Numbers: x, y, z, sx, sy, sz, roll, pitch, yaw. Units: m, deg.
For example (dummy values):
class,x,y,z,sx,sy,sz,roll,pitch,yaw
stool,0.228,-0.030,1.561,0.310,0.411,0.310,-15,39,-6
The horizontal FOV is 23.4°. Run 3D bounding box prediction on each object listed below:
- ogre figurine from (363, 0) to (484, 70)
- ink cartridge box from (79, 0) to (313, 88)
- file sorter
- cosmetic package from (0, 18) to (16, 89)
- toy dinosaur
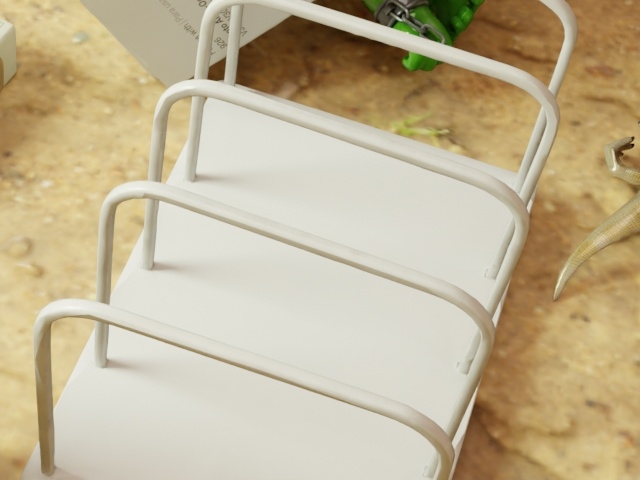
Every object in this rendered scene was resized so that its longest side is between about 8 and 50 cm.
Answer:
class,x,y,z,sx,sy,sz,roll,pitch,yaw
ogre figurine,0.058,-0.194,0.949,0.118,0.097,0.197,34,70,-5
ink cartridge box,-0.025,-0.253,0.867,0.289,0.121,0.211,-31,53,11
file sorter,0.000,0.000,0.741,0.193,0.173,0.277,18,53,5
cosmetic package,-0.222,-0.082,0.849,0.060,0.041,0.115,27,54,11
toy dinosaur,0.200,-0.031,0.869,0.183,0.053,0.092,-14,58,-18
